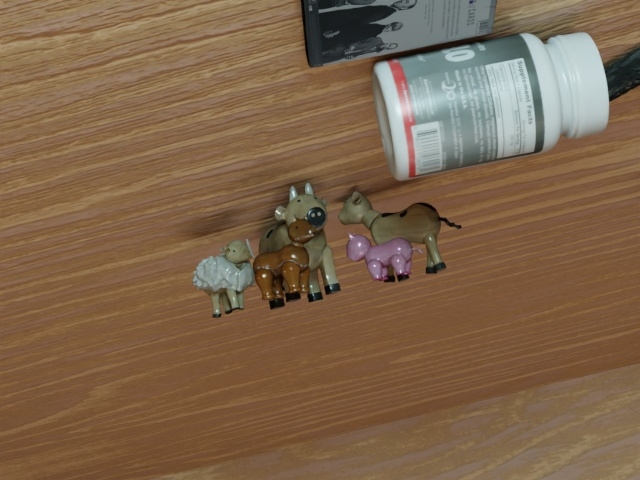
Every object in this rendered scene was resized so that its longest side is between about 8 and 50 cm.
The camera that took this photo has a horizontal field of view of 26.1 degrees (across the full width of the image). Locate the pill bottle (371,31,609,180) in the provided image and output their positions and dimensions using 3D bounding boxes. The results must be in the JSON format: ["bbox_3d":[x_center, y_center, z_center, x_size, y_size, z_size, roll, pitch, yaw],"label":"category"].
[{"bbox_3d":[0.220,-0.182,1.811,0.283,0.161,0.161,-11,159,-3],"label":"pill bottle"}]

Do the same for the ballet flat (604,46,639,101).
[{"bbox_3d":[0.449,-0.246,1.952,0.173,0.057,0.049,-24,-164,31],"label":"ballet flat"}]

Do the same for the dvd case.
[{"bbox_3d":[0.097,-0.283,1.673,0.239,0.029,0.179,-12,158,-3],"label":"dvd case"}]

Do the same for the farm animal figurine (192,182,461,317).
[{"bbox_3d":[0.000,0.000,2.168,0.330,0.172,0.327,-6,172,-36],"label":"farm animal figurine"}]
